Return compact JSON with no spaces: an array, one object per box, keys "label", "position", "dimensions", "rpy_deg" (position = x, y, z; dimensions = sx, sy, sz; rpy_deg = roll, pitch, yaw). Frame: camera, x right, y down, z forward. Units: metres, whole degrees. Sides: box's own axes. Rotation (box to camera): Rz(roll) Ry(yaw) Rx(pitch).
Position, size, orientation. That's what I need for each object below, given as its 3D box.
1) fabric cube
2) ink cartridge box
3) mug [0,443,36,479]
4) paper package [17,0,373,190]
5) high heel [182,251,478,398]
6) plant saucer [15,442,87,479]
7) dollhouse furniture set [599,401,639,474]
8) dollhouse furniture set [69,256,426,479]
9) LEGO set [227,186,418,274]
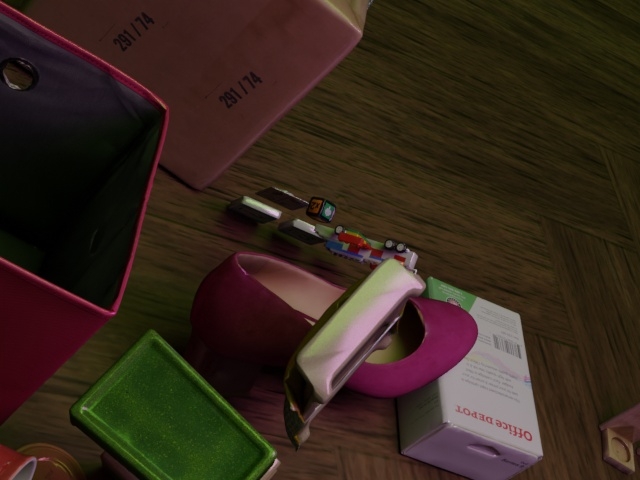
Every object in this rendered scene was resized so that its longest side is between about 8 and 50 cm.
[{"label":"fabric cube","position":[-0.313,-0.021,0.954],"dimensions":[0.254,0.258,0.259],"rpy_deg":[29,41,-21]},{"label":"ink cartridge box","position":[0.174,0.173,1.391],"dimensions":[0.154,0.093,0.212],"rpy_deg":[23,42,-27]},{"label":"mug","position":[-0.321,0.174,0.856],"dimensions":[0.169,0.113,0.150],"rpy_deg":[30,0,3]},{"label":"paper package","position":[-0.141,-0.261,1.279],"dimensions":[0.309,0.325,0.168],"rpy_deg":[36,39,-16]},{"label":"high heel","position":[0.040,0.078,1.206],"dimensions":[0.377,0.181,0.127],"rpy_deg":[-7,51,-33]},{"label":"plant saucer","position":[-0.243,0.218,1.011],"dimensions":[0.083,0.013,0.083],"rpy_deg":[26,42,-26]},{"label":"dollhouse furniture set","position":[0.475,0.313,1.532],"dimensions":[0.144,0.123,0.151],"rpy_deg":[32,40,-20]},{"label":"dollhouse furniture set","position":[-0.062,0.117,1.038],"dimensions":[0.151,0.197,0.301],"rpy_deg":[40,69,9]},{"label":"LEGO set","position":[0.000,0.000,1.282],"dimensions":[0.182,0.244,0.060],"rpy_deg":[24,80,-16]}]
